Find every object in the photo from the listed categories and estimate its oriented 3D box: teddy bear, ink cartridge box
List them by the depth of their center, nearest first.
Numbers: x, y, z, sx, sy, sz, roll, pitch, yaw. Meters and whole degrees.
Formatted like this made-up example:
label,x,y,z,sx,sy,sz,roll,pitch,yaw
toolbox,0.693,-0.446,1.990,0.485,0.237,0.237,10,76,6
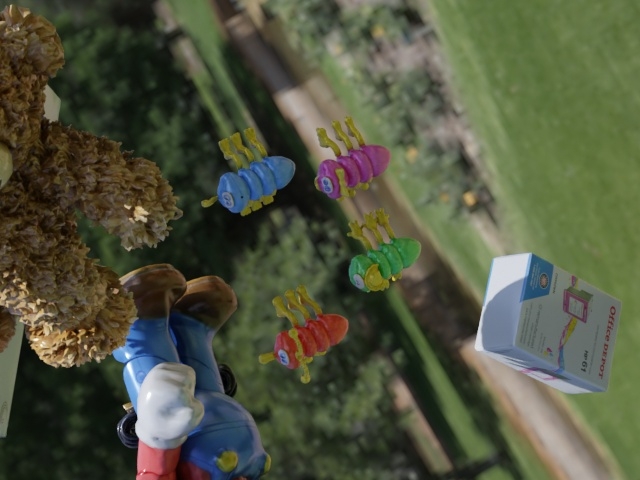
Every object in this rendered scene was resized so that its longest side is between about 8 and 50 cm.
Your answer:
label,x,y,z,sx,sy,sz,roll,pitch,yaw
teddy bear,-0.223,-0.007,1.091,0.338,0.245,0.113,115,169,-53
ink cartridge box,0.202,0.074,1.444,0.122,0.089,0.052,27,157,-34

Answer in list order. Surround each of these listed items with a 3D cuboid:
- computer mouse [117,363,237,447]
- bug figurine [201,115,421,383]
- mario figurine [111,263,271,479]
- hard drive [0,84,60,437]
label,x,y,z,sx,sy,sz,roll,pitch,yaw
computer mouse,-0.094,0.203,1.382,0.042,0.106,0.193,-127,17,-64
bug figurine,0.000,0.000,1.720,0.072,0.216,0.279,24,139,55
mario figurine,-0.057,0.171,1.260,0.170,0.198,0.321,-40,63,54
hard drive,-0.318,0.008,1.582,0.233,0.047,0.353,71,-153,-81
